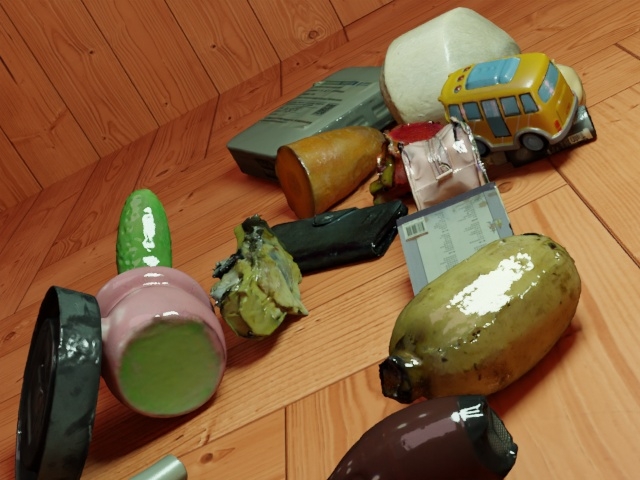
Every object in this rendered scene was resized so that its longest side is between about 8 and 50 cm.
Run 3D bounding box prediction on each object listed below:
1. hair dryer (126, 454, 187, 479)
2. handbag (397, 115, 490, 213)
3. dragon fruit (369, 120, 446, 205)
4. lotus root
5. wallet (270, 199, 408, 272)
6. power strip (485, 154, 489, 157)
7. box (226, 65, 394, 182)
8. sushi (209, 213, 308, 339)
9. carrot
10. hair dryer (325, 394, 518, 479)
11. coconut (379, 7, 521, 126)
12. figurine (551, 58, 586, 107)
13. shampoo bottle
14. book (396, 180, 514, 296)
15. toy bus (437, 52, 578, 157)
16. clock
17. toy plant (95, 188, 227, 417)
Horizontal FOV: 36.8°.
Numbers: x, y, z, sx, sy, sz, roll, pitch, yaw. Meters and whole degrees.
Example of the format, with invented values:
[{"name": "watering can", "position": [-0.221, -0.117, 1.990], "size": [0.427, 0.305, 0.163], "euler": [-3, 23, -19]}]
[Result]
[{"name": "hair dryer", "position": [-0.204, 0.354, 1.186], "size": [0.267, 0.092, 0.229], "euler": [0, 28, 29]}, {"name": "handbag", "position": [0.196, -0.096, 1.512], "size": [0.116, 0.179, 0.205], "euler": [-18, 9, 7]}, {"name": "dragon fruit", "position": [0.161, -0.135, 1.713], "size": [0.207, 0.150, 0.133], "euler": [-47, 0, 24]}, {"name": "lotus root", "position": [0.185, 0.100, 1.127], "size": [0.284, 0.146, 0.160], "euler": [-32, 0, -23]}, {"name": "wallet", "position": [0.000, 0.000, 1.728], "size": [0.318, 0.045, 0.172], "euler": [-12, 29, 36]}, {"name": "power strip", "position": [0.317, -0.183, 1.749], "size": [0.227, 0.029, 0.080], "euler": [-34, 22, -9]}, {"name": "box", "position": [0.006, -0.279, 2.263], "size": [0.396, 0.111, 0.396], "euler": [-35, 22, -15]}, {"name": "sushi", "position": [-0.102, 0.070, 1.580], "size": [0.131, 0.139, 0.291], "euler": [-33, 21, 10]}, {"name": "carrot", "position": [0.033, -0.154, 1.924], "size": [0.225, 0.159, 0.159], "euler": [-28, 19, -24]}, {"name": "hair dryer", "position": [0.068, 0.319, 0.882], "size": [0.312, 0.123, 0.340], "euler": [-37, 30, 13]}, {"name": "coconut", "position": [0.258, -0.315, 1.839], "size": [0.266, 0.237, 0.237], "euler": [-22, 21, 38]}, {"name": "figurine", "position": [0.362, -0.244, 1.681], "size": [0.196, 0.108, 0.114], "euler": [-3, 61, 25]}, {"name": "shampoo bottle", "position": [0.354, -0.160, 1.612], "size": [0.208, 0.057, 0.063], "euler": [-22, 33, 24]}, {"name": "book", "position": [0.199, 0.025, 1.340], "size": [0.157, 0.026, 0.231], "euler": [-22, 42, 12]}, {"name": "toy bus", "position": [0.296, -0.226, 1.564], "size": [0.209, 0.136, 0.126], "euler": [-3, 47, 39]}, {"name": "clock", "position": [-0.389, 0.227, 1.417], "size": [0.066, 0.319, 0.319], "euler": [11, 7, -24]}, {"name": "toy plant", "position": [-0.265, 0.111, 1.533], "size": [0.211, 0.317, 0.356], "euler": [8, 14, -16]}]
